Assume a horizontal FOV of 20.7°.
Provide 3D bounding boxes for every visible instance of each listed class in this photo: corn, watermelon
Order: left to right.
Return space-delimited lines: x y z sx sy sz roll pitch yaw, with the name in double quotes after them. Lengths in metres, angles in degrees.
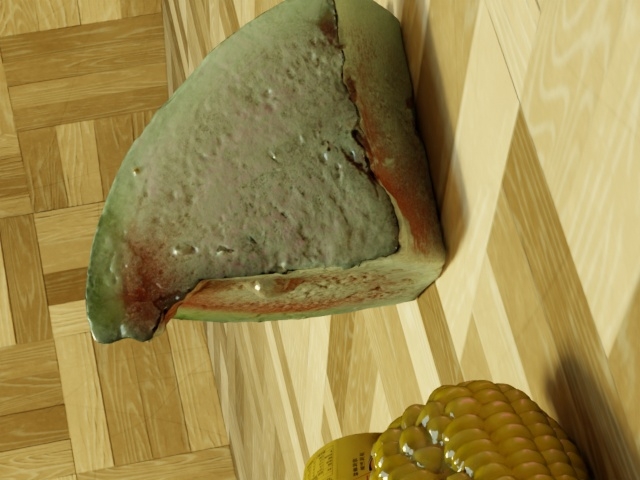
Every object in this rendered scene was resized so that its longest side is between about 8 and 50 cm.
0.000 0.000 1.280 0.213 0.320 0.289 32 170 45 "watermelon"
0.111 0.192 0.927 0.347 0.130 0.130 -117 19 -56 "corn"

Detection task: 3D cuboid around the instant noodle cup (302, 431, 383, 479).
0.044 0.234 1.388 0.122 0.151 0.151 -94 1 -46 "instant noodle cup"
